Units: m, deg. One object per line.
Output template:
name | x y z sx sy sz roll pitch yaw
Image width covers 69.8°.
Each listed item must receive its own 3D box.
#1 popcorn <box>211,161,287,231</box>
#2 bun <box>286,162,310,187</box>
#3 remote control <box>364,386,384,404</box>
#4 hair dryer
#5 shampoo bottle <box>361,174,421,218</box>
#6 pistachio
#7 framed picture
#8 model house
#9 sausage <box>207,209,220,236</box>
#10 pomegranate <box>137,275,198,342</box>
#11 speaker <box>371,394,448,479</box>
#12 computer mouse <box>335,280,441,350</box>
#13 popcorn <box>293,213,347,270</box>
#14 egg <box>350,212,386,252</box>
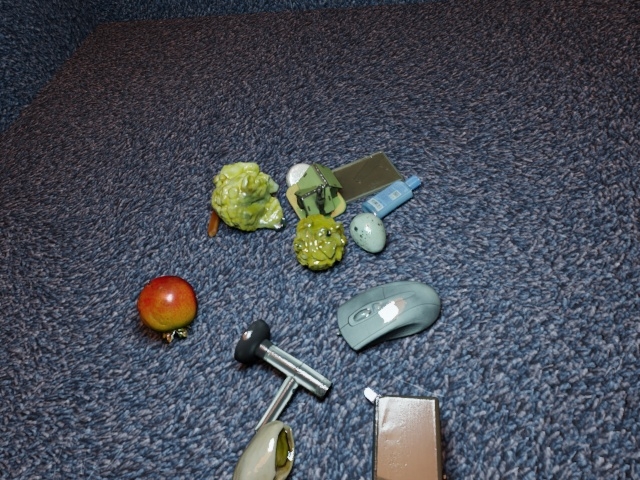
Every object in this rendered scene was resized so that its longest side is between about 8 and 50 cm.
popcorn | -0.302 -0.182 1.859 0.293 0.292 0.237 -30 35 -12
bun | -0.079 -0.260 1.969 0.138 0.094 0.138 0 87 -3
remote control | 0.195 0.497 1.380 0.153 0.027 0.043 34 60 29
hair dryer | -0.167 0.442 1.423 0.320 0.155 0.284 36 57 23
shampoo bottle | 0.294 -0.178 1.846 0.259 0.061 0.104 -34 54 -14
pistachio | -0.159 0.623 1.286 0.153 0.137 0.237 20 64 37
framed picture | 0.182 -0.272 1.969 0.289 0.016 0.213 -23 52 -6
model house | -0.020 -0.210 1.768 0.205 0.278 0.218 -30 72 -10
sausage | -0.447 -0.070 1.932 0.041 0.039 0.131 1 55 4
pomegranate | -0.532 0.237 1.619 0.210 0.210 0.235 -17 84 -2
speaker | 0.239 0.548 1.236 0.193 0.153 0.230 -2 60 12
computer mouse | 0.218 0.232 1.522 0.371 0.121 0.188 -22 52 -1
popcorn | 0.000 0.003 1.694 0.189 0.169 0.217 0 69 10
egg | 0.180 -0.028 1.713 0.132 0.131 0.164 -21 55 -5
